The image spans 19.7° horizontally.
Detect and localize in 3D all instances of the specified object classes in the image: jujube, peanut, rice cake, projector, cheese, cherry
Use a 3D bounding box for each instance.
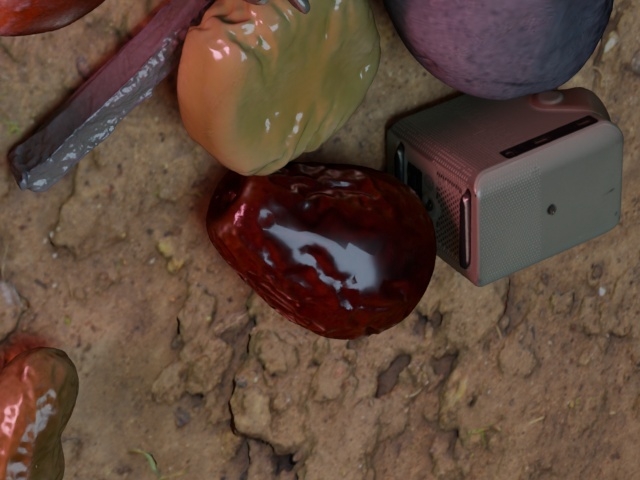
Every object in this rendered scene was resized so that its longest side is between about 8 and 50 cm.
[{"bbox_3d":[0.000,0.000,1.960,0.255,0.190,0.190,26,99,-26],"label":"jujube"},{"bbox_3d":[-0.308,0.211,1.893,0.108,0.095,0.226,-3,114,-53],"label":"peanut"},{"bbox_3d":[-0.198,-0.147,1.790,0.270,0.055,0.049,-46,146,-7],"label":"rice cake"},{"bbox_3d":[0.214,-0.075,2.058,0.242,0.177,0.163,-22,129,-24],"label":"projector"},{"bbox_3d":[-0.047,-0.174,1.816,0.214,0.117,0.226,-41,147,-19],"label":"cheese"},{"bbox_3d":[0.187,-0.274,1.892,0.255,0.218,0.296,-41,139,-19],"label":"cherry"}]

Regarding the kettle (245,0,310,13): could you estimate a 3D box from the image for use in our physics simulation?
[{"bbox_3d":[0.019,-0.393,1.656,0.377,0.250,0.361,-46,113,-9],"label":"kettle"}]

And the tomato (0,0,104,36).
[{"bbox_3d":[-0.278,-0.259,1.566,0.155,0.214,0.180,-46,151,19],"label":"tomato"}]
